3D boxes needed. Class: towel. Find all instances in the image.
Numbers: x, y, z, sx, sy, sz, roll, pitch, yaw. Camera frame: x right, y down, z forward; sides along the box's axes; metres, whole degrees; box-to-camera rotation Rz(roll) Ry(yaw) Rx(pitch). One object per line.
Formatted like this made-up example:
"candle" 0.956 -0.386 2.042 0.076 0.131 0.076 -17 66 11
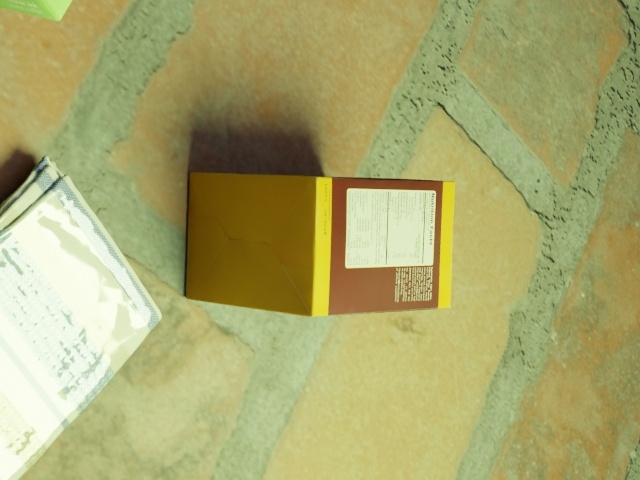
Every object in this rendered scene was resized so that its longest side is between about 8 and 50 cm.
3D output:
"towel" -0.279 0.091 1.153 0.285 0.034 0.209 -50 126 -27

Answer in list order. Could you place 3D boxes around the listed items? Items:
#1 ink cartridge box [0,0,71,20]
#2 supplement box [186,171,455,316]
"ink cartridge box" -0.264 -0.356 0.978 0.207 0.119 0.353 -65 156 -19
"supplement box" 0.000 0.000 1.302 0.194 0.191 0.129 0 93 -43
